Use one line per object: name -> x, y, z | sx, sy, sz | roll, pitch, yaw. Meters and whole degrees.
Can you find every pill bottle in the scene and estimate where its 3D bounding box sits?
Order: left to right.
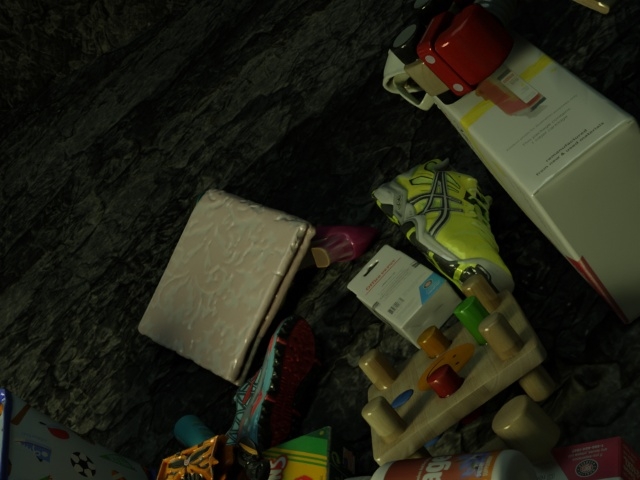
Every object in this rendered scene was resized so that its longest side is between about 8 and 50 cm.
pill bottle -> 0.127, 0.301, 1.187 | 0.216, 0.121, 0.121 | -13, 42, 30

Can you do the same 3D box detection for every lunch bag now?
lunch bag -> -0.398, 0.454, 1.583 | 0.239, 0.328, 0.385 | -45, 30, 15

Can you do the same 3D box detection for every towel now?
towel -> -0.176, 0.075, 1.957 | 0.332, 0.053, 0.316 | 20, 83, 49

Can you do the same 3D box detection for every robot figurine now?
robot figurine -> -0.169, 0.394, 1.488 | 0.211, 0.085, 0.291 | -27, 36, 21

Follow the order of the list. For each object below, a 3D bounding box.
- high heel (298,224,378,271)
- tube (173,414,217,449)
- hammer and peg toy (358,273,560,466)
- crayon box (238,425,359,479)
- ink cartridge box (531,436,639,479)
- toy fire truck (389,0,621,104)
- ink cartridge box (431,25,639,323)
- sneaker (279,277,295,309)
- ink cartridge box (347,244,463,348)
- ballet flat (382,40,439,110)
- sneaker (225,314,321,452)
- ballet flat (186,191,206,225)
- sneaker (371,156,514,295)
high heel -> 0.000, 0.000, 1.951 | 0.117, 0.082, 0.244 | -25, 10, -26
tube -> -0.176, 0.340, 1.728 | 0.207, 0.080, 0.052 | 22, 91, 58
hammer and peg toy -> 0.165, 0.193, 1.373 | 0.266, 0.127, 0.361 | -37, 11, 10
crayon box -> -0.099, 0.416, 1.544 | 0.319, 0.081, 0.202 | -27, 36, 25
ink cartridge box -> 0.275, 0.356, 1.191 | 0.172, 0.100, 0.237 | -20, 39, 33
toy fire truck -> 0.253, -0.305, 1.451 | 0.246, 0.158, 0.217 | -17, 39, 52
ink cartridge box -> 0.339, -0.105, 1.499 | 0.160, 0.279, 0.384 | -39, 32, 7
sneaker -> -0.075, 0.089, 1.945 | 0.035, 0.031, 0.083 | -6, 47, 44
ink cartridge box -> 0.132, 0.085, 1.700 | 0.104, 0.060, 0.180 | -47, 33, -5
ballet flat -> 0.237, -0.298, 1.997 | 0.139, 0.139, 0.400 | -47, 28, -7
sneaker -> -0.090, 0.232, 1.729 | 0.125, 0.104, 0.261 | -16, 41, 39
ballet flat -> -0.232, 0.000, 2.168 | 0.096, 0.095, 0.280 | -48, 31, 14
sneaker -> 0.207, -0.033, 1.682 | 0.147, 0.145, 0.384 | -41, 34, 3
